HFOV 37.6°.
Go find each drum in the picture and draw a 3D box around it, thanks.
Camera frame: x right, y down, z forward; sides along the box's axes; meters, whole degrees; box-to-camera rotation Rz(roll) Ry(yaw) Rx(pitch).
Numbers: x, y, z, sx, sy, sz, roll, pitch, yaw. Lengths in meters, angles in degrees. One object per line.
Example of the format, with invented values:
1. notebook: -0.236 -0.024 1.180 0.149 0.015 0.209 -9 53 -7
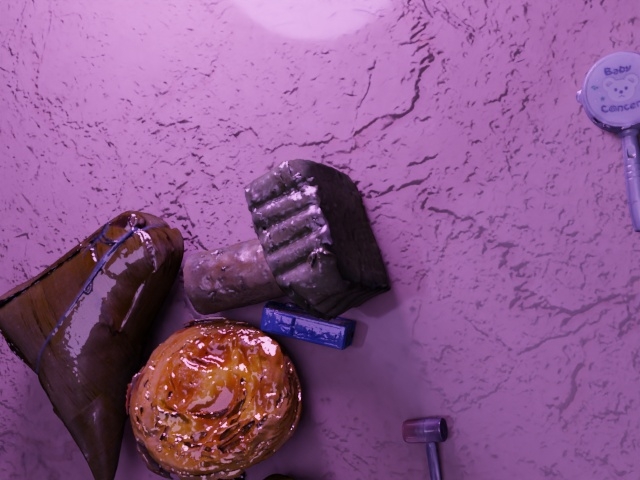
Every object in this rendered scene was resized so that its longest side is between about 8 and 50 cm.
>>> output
1. drum: 0.421 -0.143 1.336 0.130 0.049 0.253 8 89 24

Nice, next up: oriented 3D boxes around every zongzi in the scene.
1. zongzi: -0.332 0.172 1.590 0.356 0.174 0.393 -37 73 14

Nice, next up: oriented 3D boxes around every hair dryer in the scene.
1. hair dryer: 0.165 0.328 1.432 0.063 0.037 0.114 -10 90 25

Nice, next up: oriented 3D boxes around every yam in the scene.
1. yam: -0.120 0.054 1.538 0.194 0.107 0.107 -14 81 22

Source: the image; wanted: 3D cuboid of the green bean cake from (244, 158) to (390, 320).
1. green bean cake: 0.000 0.000 1.423 0.125 0.222 0.227 -31 71 19

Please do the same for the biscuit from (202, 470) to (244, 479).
1. biscuit: -0.170 0.388 1.580 0.089 0.027 0.087 -7 84 24

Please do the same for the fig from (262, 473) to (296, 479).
1. fig: -0.059 0.454 1.473 0.154 0.144 0.166 -11 90 -13

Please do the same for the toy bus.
1. toy bus: -0.023 0.135 1.507 0.153 0.061 0.051 12 97 14

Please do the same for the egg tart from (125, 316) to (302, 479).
1. egg tart: -0.169 0.268 1.530 0.297 0.132 0.297 -4 67 10
